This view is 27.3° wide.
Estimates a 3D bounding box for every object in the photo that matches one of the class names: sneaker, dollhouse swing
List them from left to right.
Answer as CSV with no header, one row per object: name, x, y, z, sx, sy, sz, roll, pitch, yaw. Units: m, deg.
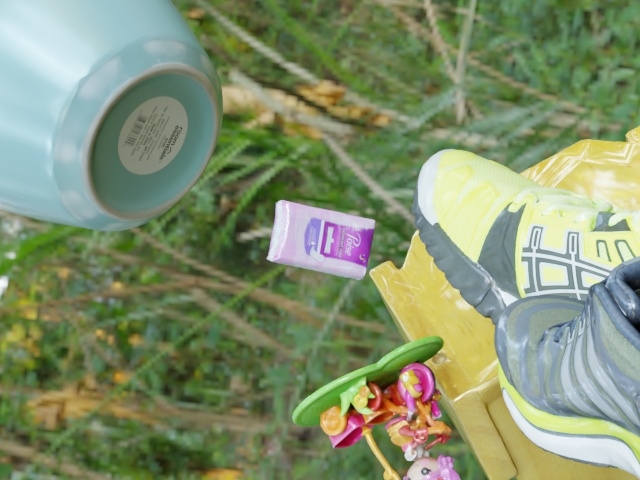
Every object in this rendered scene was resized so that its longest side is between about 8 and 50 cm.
dollhouse swing,0.300,0.127,1.419,0.305,0.346,0.315,62,178,-41
sneaker,0.220,0.025,0.950,0.384,0.145,0.147,41,122,37
sneaker,0.177,0.059,0.704,0.300,0.111,0.121,-157,50,-69

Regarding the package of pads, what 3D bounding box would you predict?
package of pads,0.000,0.000,1.061,0.032,0.083,0.050,177,104,-68

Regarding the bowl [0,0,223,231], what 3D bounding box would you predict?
bowl,-0.227,-0.133,1.412,0.163,0.311,0.312,34,127,37

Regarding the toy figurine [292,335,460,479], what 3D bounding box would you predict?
toy figurine,0.078,0.200,1.234,0.173,0.130,0.159,-37,66,27
